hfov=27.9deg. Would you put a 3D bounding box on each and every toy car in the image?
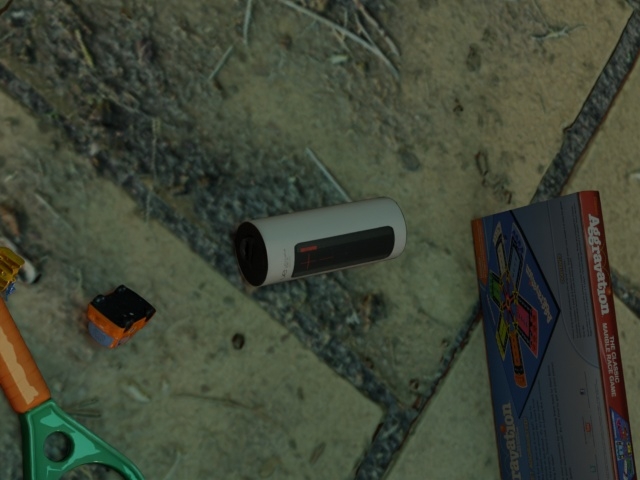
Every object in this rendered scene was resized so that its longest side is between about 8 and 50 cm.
[{"bbox_3d":[-0.186,0.042,0.956,0.122,0.060,0.041,29,112,-5],"label":"toy car"}]

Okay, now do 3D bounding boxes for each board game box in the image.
[{"bbox_3d":[0.196,0.109,1.088,0.027,0.145,0.281,-2,83,-32],"label":"board game box"}]

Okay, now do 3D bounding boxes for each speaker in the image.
[{"bbox_3d":[0.000,0.000,1.048,0.136,0.055,0.055,-10,87,-31],"label":"speaker"}]

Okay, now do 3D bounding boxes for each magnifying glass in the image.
[{"bbox_3d":[-0.194,0.140,0.929,0.092,0.026,0.231,-30,96,-30],"label":"magnifying glass"}]
